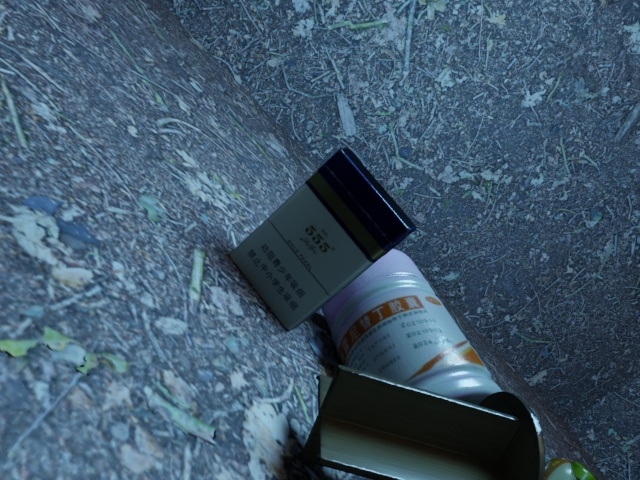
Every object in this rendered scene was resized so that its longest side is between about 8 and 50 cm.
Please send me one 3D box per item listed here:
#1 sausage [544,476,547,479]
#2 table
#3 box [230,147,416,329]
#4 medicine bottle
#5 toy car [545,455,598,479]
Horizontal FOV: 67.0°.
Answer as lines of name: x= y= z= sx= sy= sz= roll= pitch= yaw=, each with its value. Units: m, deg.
sausage: x=0.496 y=0.540 z=1.238 sx=0.083 sy=0.083 sz=0.264 roll=45 pitch=13 yaw=-17
table: x=0.101 y=0.225 z=0.546 sx=0.227 sy=0.167 sz=0.167 roll=18 pitch=19 yaw=-7
box: x=0.000 y=0.000 z=0.763 sx=0.168 sy=0.259 sz=0.071 roll=52 pitch=16 yaw=9
medicine bottle: x=0.134 y=0.182 z=0.806 sx=0.202 sy=0.202 sz=0.315 roll=38 pitch=17 yaw=-39
toy car: x=0.635 y=0.653 z=1.284 sx=0.235 sy=0.145 sz=0.235 roll=41 pitch=-5 yaw=5
